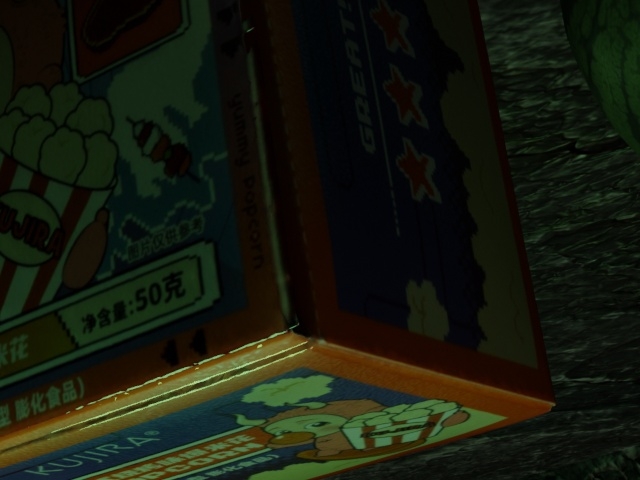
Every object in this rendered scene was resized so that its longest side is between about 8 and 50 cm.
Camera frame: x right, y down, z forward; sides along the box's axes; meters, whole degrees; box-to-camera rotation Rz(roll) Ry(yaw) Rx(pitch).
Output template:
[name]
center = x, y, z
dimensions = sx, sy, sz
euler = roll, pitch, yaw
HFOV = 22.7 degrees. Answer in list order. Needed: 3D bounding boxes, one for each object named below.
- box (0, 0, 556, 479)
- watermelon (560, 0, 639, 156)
[box]
center = -0.095, -0.022, 0.924
dimensions = 0.349, 0.318, 0.257
euler = -19, 156, 31
[watermelon]
center = 0.271, -0.136, 0.820
dimensions = 0.359, 0.278, 0.279
euler = 9, 154, -43
